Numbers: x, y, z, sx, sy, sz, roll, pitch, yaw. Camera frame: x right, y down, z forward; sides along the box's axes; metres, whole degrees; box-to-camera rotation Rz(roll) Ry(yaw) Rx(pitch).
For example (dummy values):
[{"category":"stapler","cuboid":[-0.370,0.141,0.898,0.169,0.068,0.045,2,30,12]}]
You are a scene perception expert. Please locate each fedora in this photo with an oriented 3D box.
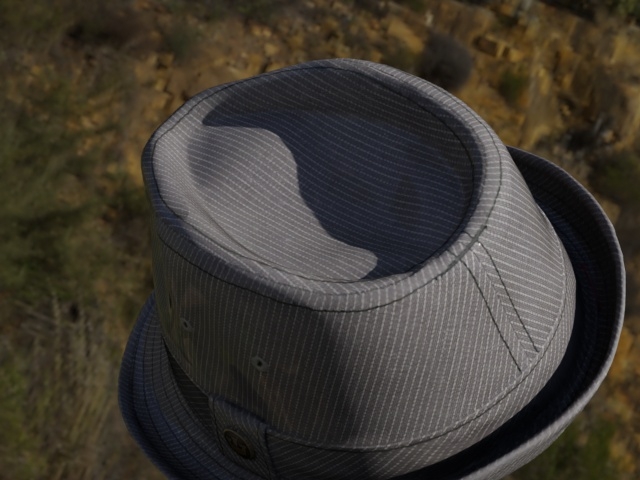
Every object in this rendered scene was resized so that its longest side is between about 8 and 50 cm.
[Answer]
[{"category":"fedora","cuboid":[0.000,0.000,0.542,0.275,0.244,0.124,32,-24,45]}]
